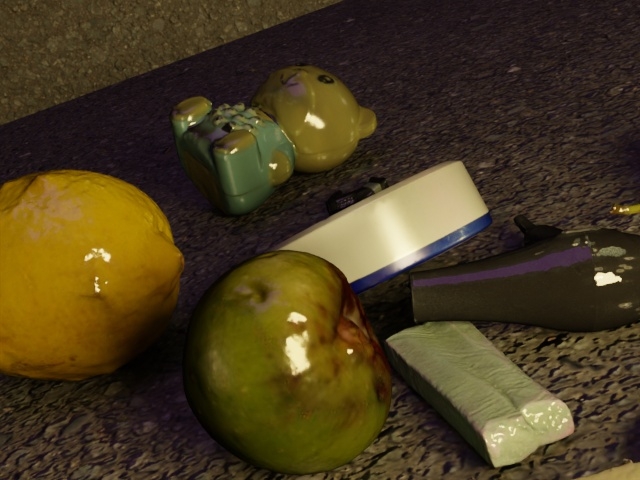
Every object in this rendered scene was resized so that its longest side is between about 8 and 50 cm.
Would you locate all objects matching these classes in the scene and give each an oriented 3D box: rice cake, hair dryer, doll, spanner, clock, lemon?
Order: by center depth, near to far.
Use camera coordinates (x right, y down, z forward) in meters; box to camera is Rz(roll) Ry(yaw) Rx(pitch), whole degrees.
[{"bbox_3d":[0.126,0.116,0.857,0.080,0.042,0.222,-18,19,-12],"label":"rice cake"},{"bbox_3d":[0.194,0.023,0.987,0.235,0.091,0.272,-6,10,4],"label":"hair dryer"},{"bbox_3d":[0.052,0.001,1.028,0.230,0.083,0.230,-26,-4,-2],"label":"clock"},{"bbox_3d":[-0.276,0.037,1.117,0.288,0.234,0.233,-10,24,21],"label":"lemon"},{"bbox_3d":[0.000,0.000,1.261,0.087,0.024,0.316,-7,26,30],"label":"spanner"},{"bbox_3d":[-0.061,-0.151,1.476,0.260,0.162,0.177,-32,45,-24],"label":"doll"}]

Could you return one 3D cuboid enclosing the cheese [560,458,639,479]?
[{"bbox_3d":[0.138,0.180,0.624,0.400,0.034,0.085,-18,21,17],"label":"cheese"}]

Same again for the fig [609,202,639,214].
[{"bbox_3d":[0.372,-0.072,1.066,0.166,0.093,0.093,-34,18,16],"label":"fig"}]

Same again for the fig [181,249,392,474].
[{"bbox_3d":[-0.034,0.101,0.845,0.191,0.181,0.181,-31,10,41],"label":"fig"}]
